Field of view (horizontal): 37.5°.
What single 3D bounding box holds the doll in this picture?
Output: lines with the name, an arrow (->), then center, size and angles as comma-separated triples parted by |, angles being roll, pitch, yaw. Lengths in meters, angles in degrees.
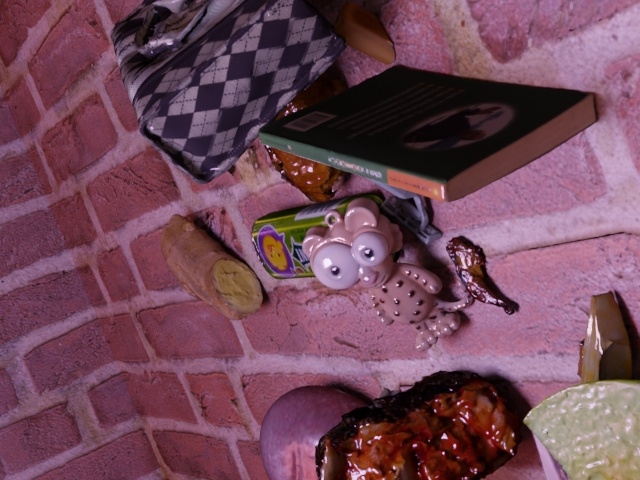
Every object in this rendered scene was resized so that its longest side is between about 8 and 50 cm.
doll -> 0.105, 0.054, 1.464 | 0.278, 0.119, 0.154 | 38, 118, -10

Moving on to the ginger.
ginger -> -0.249, 0.070, 2.106 | 0.354, 0.126, 0.190 | 36, 134, 44

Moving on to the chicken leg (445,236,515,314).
chicken leg -> 0.237, 0.056, 1.407 | 0.062, 0.037, 0.145 | -43, 71, 45

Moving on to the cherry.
cherry -> 0.013, 0.412, 1.847 | 0.307, 0.221, 0.261 | -18, 98, 42

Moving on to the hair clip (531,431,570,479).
hair clip -> 0.392, 0.390, 1.343 | 0.101, 0.085, 0.331 | 6, 123, 59

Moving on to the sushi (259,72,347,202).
sushi -> -0.031, -0.200, 1.544 | 0.167, 0.179, 0.296 | -20, 111, 38

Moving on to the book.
book -> 0.124, -0.148, 1.207 | 0.371, 0.260, 0.043 | 23, 135, 50

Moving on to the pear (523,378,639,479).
pear -> 0.431, 0.255, 1.138 | 0.288, 0.139, 0.239 | 52, 134, 10

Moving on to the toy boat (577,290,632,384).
toy boat -> 0.368, 0.149, 1.231 | 0.066, 0.065, 0.172 | -125, 27, -59

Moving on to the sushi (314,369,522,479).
sushi -> 0.135, 0.317, 1.446 | 0.196, 0.343, 0.182 | 62, 164, 11

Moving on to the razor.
razor -> 0.094, -0.086, 1.381 | 0.111, 0.056, 0.278 | 43, -178, 34

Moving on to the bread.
bread -> 0.067, -0.309, 1.404 | 0.049, 0.103, 0.062 | -40, 33, 49

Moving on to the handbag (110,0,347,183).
handbag -> -0.157, -0.315, 1.425 | 0.180, 0.317, 0.416 | 38, -168, -34

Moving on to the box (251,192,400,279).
box -> 0.000, 0.000, 1.678 | 0.345, 0.097, 0.134 | -6, 109, 59
